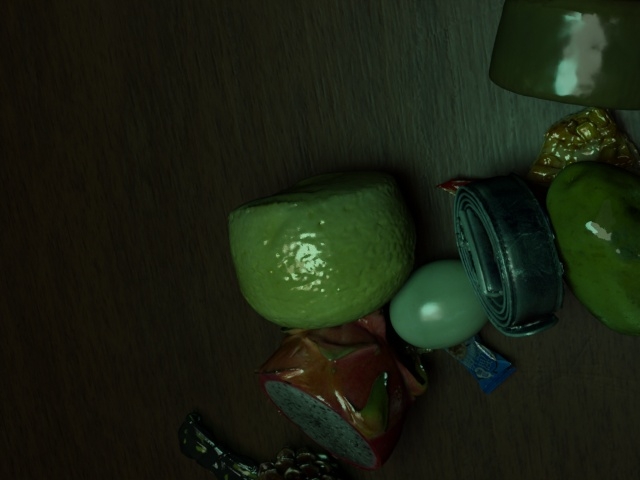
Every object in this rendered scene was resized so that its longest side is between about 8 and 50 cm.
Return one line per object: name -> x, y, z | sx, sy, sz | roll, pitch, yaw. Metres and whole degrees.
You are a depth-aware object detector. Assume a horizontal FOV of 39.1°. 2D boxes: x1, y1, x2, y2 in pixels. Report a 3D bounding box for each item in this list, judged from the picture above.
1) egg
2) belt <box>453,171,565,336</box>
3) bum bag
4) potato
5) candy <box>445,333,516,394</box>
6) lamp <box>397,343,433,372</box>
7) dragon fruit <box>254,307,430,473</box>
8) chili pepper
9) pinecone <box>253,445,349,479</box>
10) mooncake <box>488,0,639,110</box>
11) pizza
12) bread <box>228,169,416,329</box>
egg -> 0.213, 0.109, 1.556 | 0.192, 0.149, 0.149 | -23, 95, 1
belt -> 0.287, 0.027, 1.404 | 0.116, 0.206, 0.267 | -13, 58, -8
bum bag -> -0.209, 0.465, 1.917 | 0.232, 0.060, 0.106 | 35, 126, 15
potato -> 0.460, 0.017, 1.366 | 0.216, 0.216, 0.304 | -36, 115, 29
candy -> 0.280, 0.204, 1.622 | 0.136, 0.038, 0.088 | 48, 132, 14
lamp -> 0.168, 0.210, 1.679 | 0.063, 0.031, 0.083 | 37, 121, 12
dragon fruit -> 0.052, 0.244, 1.634 | 0.305, 0.225, 0.305 | 30, 154, 16
chili pepper -> 0.324, -0.067, 1.516 | 0.268, 0.050, 0.059 | 18, 157, 22
pinecone -> -0.042, 0.522, 1.773 | 0.221, 0.221, 0.221 | 7, 108, 24
mooncake -> 0.389, -0.284, 1.283 | 0.284, 0.284, 0.155 | 12, 109, 22
pizza -> 0.428, -0.147, 1.433 | 0.182, 0.062, 0.161 | 16, 110, 22
bread -> 0.002, 0.011, 1.550 | 0.321, 0.320, 0.237 | -3, 107, 26
